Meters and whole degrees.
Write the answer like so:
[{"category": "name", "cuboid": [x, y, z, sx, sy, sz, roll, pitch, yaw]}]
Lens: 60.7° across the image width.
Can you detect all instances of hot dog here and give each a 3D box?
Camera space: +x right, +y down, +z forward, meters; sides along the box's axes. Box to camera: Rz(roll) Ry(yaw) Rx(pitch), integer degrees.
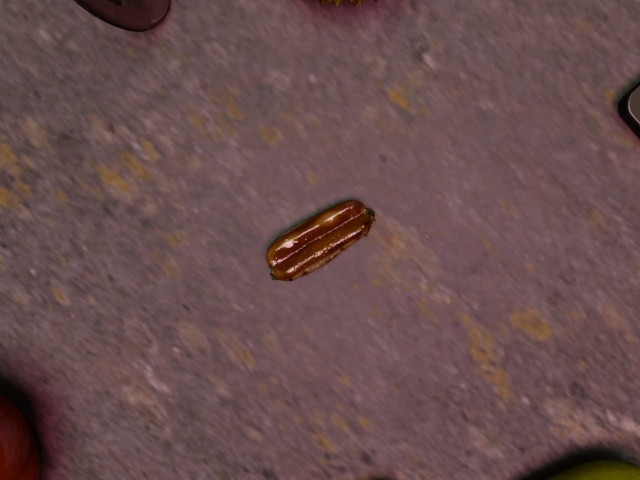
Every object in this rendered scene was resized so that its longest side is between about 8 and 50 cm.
[{"category": "hot dog", "cuboid": [0.000, 0.000, 0.544, 0.122, 0.037, 0.049, -28, 82, 0]}]

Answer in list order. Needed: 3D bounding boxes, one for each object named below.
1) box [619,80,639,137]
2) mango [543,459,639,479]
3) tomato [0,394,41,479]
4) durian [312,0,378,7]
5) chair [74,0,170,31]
[{"category": "box", "cuboid": [0.353, -0.113, 0.517, 0.091, 0.031, 0.126, -44, 92, 6]}, {"category": "mango", "cuboid": [0.264, 0.280, 0.522, 0.163, 0.089, 0.117, -29, 50, 13]}, {"category": "tomato", "cuboid": [-0.375, 0.232, 0.497, 0.184, 0.208, 0.208, 9, 96, 8]}, {"category": "durian", "cuboid": [0.016, -0.279, 0.489, 0.208, 0.102, 0.147, 28, 94, 23]}, {"category": "chair", "cuboid": [-0.151, -0.368, 0.442, 0.183, 0.175, 0.327, -19, 91, 12]}]
